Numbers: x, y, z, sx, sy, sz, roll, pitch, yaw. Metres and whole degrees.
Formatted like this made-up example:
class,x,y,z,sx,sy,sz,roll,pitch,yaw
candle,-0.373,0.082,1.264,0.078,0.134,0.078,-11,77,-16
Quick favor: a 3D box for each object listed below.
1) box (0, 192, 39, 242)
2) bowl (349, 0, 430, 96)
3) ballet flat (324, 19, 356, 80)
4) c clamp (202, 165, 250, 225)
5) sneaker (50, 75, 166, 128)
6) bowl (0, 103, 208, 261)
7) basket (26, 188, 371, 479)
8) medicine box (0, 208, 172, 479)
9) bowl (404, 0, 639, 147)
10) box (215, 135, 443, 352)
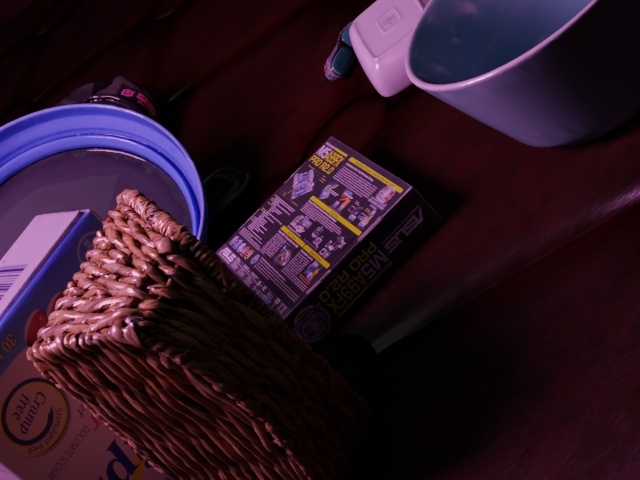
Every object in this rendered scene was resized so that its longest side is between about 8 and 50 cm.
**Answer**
class,x,y,z,sx,sy,sz,roll,pitch,yaw
box,-0.411,0.031,2.180,0.119,0.181,0.182,-51,25,-18
bowl,0.103,-0.273,1.971,0.142,0.053,0.142,-36,47,13
ballet flat,0.034,-0.268,2.137,0.041,0.041,0.114,-14,38,48
c clamp,-0.162,-0.052,2.127,0.137,0.022,0.160,-47,23,-17
sneaker,-0.345,-0.164,2.382,0.202,0.185,0.483,-49,26,1
bowl,-0.332,0.001,1.994,0.391,0.077,0.391,-5,60,9
basket,-0.081,0.095,1.436,0.213,0.299,0.223,-17,37,45
medicine box,-0.251,0.157,1.612,0.149,0.289,0.263,-5,45,57
bowl,0.257,-0.216,1.567,0.311,0.163,0.311,-35,26,20
box,0.000,0.000,1.749,0.216,0.060,0.270,-45,25,-3
